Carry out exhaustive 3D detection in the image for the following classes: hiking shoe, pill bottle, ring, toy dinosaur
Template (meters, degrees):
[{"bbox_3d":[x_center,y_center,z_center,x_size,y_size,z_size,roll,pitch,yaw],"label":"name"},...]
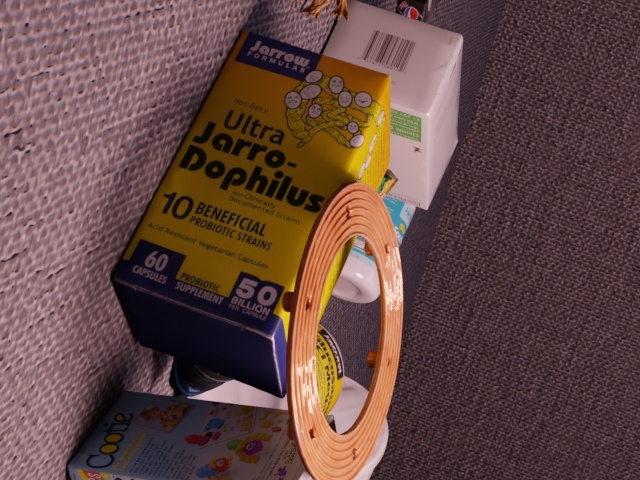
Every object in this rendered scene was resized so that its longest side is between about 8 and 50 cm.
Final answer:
[{"bbox_3d":[-0.130,0.071,1.723,0.132,0.113,0.304,-39,-159,44],"label":"hiking shoe"},{"bbox_3d":[0.083,-0.030,2.367,0.146,0.146,0.264,83,29,-66],"label":"pill bottle"},{"bbox_3d":[0.024,0.102,1.440,0.336,0.032,0.337,3,90,-67],"label":"ring"},{"bbox_3d":[0.018,-0.353,1.733,0.211,0.064,0.112,-59,163,-47],"label":"toy dinosaur"},{"bbox_3d":[-0.070,0.203,1.929,0.334,0.188,0.188,-15,124,-77],"label":"pill bottle"}]

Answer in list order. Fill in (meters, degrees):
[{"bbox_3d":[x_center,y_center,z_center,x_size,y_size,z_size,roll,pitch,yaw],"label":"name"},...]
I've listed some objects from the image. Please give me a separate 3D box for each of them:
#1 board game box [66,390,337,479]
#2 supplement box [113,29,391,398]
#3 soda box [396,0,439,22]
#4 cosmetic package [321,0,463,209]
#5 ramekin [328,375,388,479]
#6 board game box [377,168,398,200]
[{"bbox_3d":[-0.125,0.284,1.510,0.144,0.275,0.142,-57,144,-50],"label":"board game box"},{"bbox_3d":[-0.067,-0.032,1.536,0.195,0.194,0.357,86,25,-63],"label":"supplement box"},{"bbox_3d":[0.189,-0.454,2.397,0.169,0.053,0.060,-59,164,-46],"label":"soda box"},{"bbox_3d":[0.113,-0.209,2.092,0.365,0.197,0.155,78,34,-67],"label":"cosmetic package"},{"bbox_3d":[-0.032,0.331,2.116,0.273,0.273,0.127,-55,160,-53],"label":"ramekin"},{"bbox_3d":[0.000,0.000,1.895,0.136,0.030,0.260,0,130,-58],"label":"board game box"}]
